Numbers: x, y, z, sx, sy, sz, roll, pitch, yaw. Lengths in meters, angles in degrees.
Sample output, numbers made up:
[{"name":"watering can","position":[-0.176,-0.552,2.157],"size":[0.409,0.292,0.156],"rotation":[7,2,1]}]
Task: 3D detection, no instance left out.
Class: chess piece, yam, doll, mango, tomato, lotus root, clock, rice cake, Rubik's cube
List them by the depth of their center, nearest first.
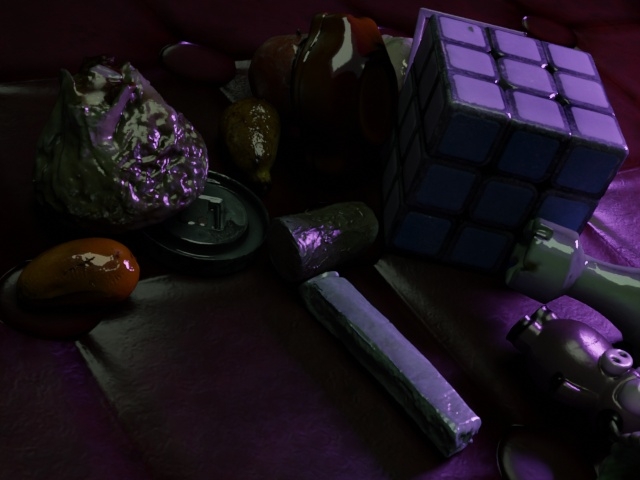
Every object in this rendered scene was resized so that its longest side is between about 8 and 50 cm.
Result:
[{"name":"mango","position":[-0.323,0.038,1.347],"size":[0.159,0.084,0.105],"rotation":[0,36,-24]},{"name":"rice cake","position":[0.090,0.159,1.401],"size":[0.066,0.063,0.336],"rotation":[-13,49,-40]},{"name":"doll","position":[0.392,0.197,1.447],"size":[0.257,0.117,0.182],"rotation":[38,36,26]},{"name":"yam","position":[0.000,0.000,1.521],"size":[0.183,0.107,0.107],"rotation":[-17,51,-43]},{"name":"clock","position":[-0.185,-0.030,1.525],"size":[0.215,0.042,0.215],"rotation":[12,39,-10]},{"name":"chess piece","position":[0.441,0.075,1.544],"size":[0.299,0.194,0.194],"rotation":[23,38,-1]},{"name":"Rubik's cube","position":[0.282,-0.152,1.670],"size":[0.305,0.301,0.303],"rotation":[11,39,-10]},{"name":"lotus root","position":[-0.113,-0.159,1.679],"size":[0.108,0.094,0.190],"rotation":[-18,47,7]},{"name":"tomato","position":[-0.045,-0.295,1.802],"size":[0.155,0.180,0.214],"rotation":[9,9,33]}]

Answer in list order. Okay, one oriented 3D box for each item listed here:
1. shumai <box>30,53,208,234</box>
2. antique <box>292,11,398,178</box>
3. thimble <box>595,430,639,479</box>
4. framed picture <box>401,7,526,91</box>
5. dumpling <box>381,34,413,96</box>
[{"name":"shumai","position":[-0.294,-0.142,1.426],"size":[0.256,0.218,0.189],"rotation":[-21,32,-15]},{"name":"antique","position":[0.044,-0.243,1.702],"size":[0.129,0.278,0.223],"rotation":[11,8,33]},{"name":"thimble","position":[0.412,0.336,1.203],"size":[0.150,0.219,0.219],"rotation":[22,38,2]},{"name":"framed picture","position":[0.251,-0.273,1.864],"size":[0.217,0.274,0.017],"rotation":[12,7,-13]},{"name":"dumpling","position":[0.154,-0.288,1.925],"size":[0.258,0.147,0.193],"rotation":[35,71,11]}]
